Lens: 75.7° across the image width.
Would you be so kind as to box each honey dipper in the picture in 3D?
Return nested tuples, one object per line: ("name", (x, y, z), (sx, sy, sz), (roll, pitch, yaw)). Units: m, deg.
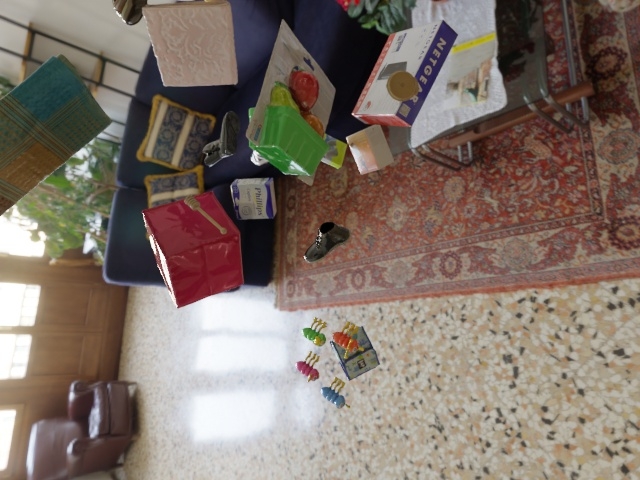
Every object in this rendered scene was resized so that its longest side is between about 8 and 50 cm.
("honey dipper", (-0.325, -0.071, 1.175), (0.160, 0.030, 0.031), (40, 116, 17))

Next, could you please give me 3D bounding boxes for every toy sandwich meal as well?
("toy sandwich meal", (0.207, -0.392, 1.049), (0.029, 0.085, 0.086), (-150, 72, -84))

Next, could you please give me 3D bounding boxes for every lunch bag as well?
("lunch bag", (0.121, 0.394, 1.440), (0.096, 0.128, 0.151), (115, 131, -78))

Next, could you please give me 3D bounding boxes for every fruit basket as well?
("fruit basket", (-0.078, -0.384, 1.211), (0.165, 0.327, 0.354), (1, 75, 30))

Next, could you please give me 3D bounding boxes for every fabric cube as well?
("fabric cube", (-0.434, 0.027, 1.435), (0.254, 0.258, 0.258), (50, 148, 37))

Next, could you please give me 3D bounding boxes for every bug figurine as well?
("bug figurine", (0.019, 0.370, 1.252), (0.216, 0.072, 0.279), (20, 107, 34))

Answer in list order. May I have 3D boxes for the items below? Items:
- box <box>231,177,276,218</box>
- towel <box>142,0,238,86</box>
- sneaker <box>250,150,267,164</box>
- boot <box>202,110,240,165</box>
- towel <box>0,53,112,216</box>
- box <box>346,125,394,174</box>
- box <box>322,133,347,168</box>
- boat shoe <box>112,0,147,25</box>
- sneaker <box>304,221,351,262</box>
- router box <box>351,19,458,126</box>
("box", (-0.230, -0.146, 1.438), (0.072, 0.137, 0.126), (-83, -10, -64))
("towel", (-0.497, -0.766, 1.627), (0.332, 0.316, 0.054), (97, 164, -55))
("sneaker", (-0.253, -0.405, 1.732), (0.282, 0.153, 0.099), (10, 62, 55))
("boot", (-0.513, -0.516, 2.099), (0.207, 0.094, 0.247), (-13, 70, 37))
("towel", (-0.662, -0.220, 0.923), (0.370, 0.040, 0.271), (-49, -3, -16))
("box", (0.205, -0.378, 1.710), (0.130, 0.091, 0.171), (-5, 112, 59))
("box", (0.016, -0.382, 1.701), (0.042, 0.178, 0.109), (-22, 50, 63))
("boat shoe", (-0.652, -0.925, 1.464), (0.307, 0.111, 0.104), (-39, 94, 27))
("sneaker", (0.000, 0.000, 1.605), (0.222, 0.118, 0.083), (-35, 51, 21))
("router box", (0.283, -0.576, 1.453), (0.336, 0.082, 0.301), (-64, 29, 3))
